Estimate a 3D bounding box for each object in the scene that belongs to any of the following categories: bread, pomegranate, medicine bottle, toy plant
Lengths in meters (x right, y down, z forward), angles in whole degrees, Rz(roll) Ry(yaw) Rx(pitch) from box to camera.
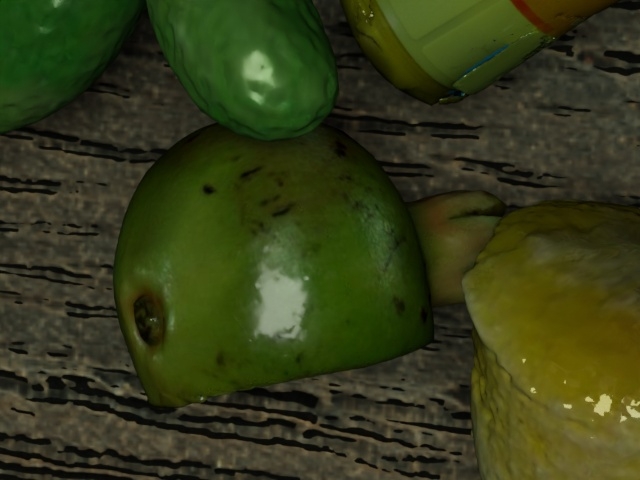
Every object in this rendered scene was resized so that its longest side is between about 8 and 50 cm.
[{"bbox_3d":[0.168,0.077,0.984,0.197,0.197,0.171,14,121,7],"label":"bread"},{"bbox_3d":[-0.006,0.001,1.007,0.240,0.190,0.159,-10,90,8],"label":"pomegranate"},{"bbox_3d":[0.121,-0.172,0.992,0.239,0.124,0.124,-31,89,27],"label":"medicine bottle"},{"bbox_3d":[-0.103,-0.232,1.010,0.317,0.210,0.356,5,95,35],"label":"toy plant"}]
